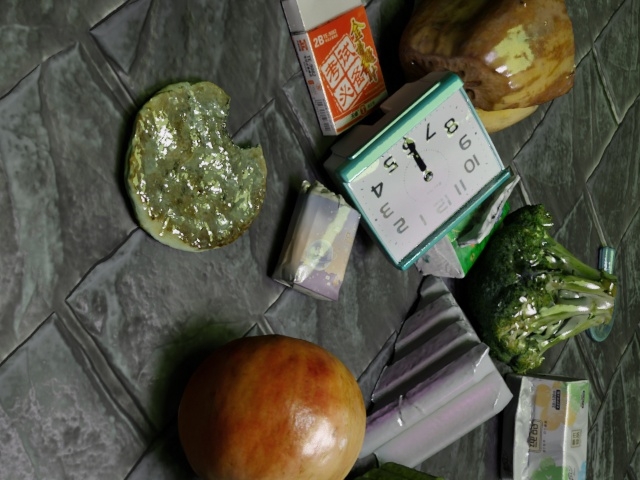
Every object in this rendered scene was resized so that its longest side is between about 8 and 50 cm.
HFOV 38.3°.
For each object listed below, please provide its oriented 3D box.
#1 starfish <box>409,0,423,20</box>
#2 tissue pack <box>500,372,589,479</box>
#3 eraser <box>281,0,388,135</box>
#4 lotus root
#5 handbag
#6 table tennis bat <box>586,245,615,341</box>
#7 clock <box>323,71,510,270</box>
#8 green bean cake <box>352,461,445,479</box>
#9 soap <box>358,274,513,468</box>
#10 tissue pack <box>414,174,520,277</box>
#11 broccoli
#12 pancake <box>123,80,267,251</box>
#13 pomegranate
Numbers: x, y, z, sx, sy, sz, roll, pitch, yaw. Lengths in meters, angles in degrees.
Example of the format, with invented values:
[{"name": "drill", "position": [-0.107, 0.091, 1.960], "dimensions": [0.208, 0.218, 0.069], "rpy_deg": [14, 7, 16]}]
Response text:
[{"name": "starfish", "position": [0.174, -0.482, 1.670], "dimensions": [0.217, 0.050, 0.223], "rpy_deg": [-10, 103, -55]}, {"name": "tissue pack", "position": [0.454, 0.395, 1.911], "dimensions": [0.145, 0.159, 0.229], "rpy_deg": [6, 87, -47]}, {"name": "eraser", "position": [0.029, -0.307, 1.509], "dimensions": [0.157, 0.038, 0.230], "rpy_deg": [-38, 119, -41]}, {"name": "lotus root", "position": [0.286, -0.300, 1.616], "dimensions": [0.250, 0.316, 0.316], "rpy_deg": [-37, 118, -29]}, {"name": "handbag", "position": [0.000, 0.000, 1.445], "dimensions": [0.117, 0.095, 0.173], "rpy_deg": [27, 74, -47]}, {"name": "table tennis bat", "position": [0.697, 0.132, 2.271], "dimensions": [0.149, 0.038, 0.237], "rpy_deg": [10, 86, -47]}, {"name": "clock", "position": [0.156, -0.121, 1.539], "dimensions": [0.262, 0.116, 0.231], "rpy_deg": [-41, 120, -10]}, {"name": "green bean cake", "position": [0.105, 0.522, 1.518], "dimensions": [0.247, 0.156, 0.249], "rpy_deg": [-14, 109, -44]}, {"name": "soap", "position": [0.172, 0.250, 1.683], "dimensions": [0.302, 0.257, 0.159], "rpy_deg": [-35, 129, 9]}, {"name": "tissue pack", "position": [0.268, -0.051, 1.697], "dimensions": [0.209, 0.156, 0.148], "rpy_deg": [-51, 129, -36]}, {"name": "broccoli", "position": [0.425, 0.094, 1.788], "dimensions": [0.321, 0.283, 0.303], "rpy_deg": [80, 20, -44]}, {"name": "pancake", "position": [-0.175, -0.100, 1.288], "dimensions": [0.254, 0.037, 0.253], "rpy_deg": [-1, 91, -47]}, {"name": "pomegranate", "position": [-0.072, 0.265, 1.259], "dimensions": [0.229, 0.252, 0.270], "rpy_deg": [55, 48, -59]}]
